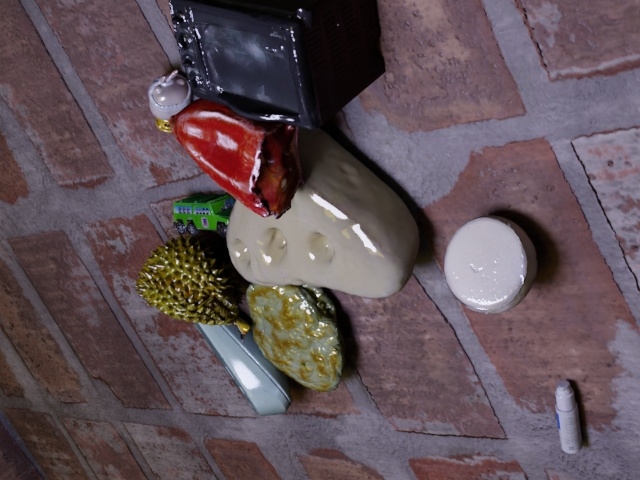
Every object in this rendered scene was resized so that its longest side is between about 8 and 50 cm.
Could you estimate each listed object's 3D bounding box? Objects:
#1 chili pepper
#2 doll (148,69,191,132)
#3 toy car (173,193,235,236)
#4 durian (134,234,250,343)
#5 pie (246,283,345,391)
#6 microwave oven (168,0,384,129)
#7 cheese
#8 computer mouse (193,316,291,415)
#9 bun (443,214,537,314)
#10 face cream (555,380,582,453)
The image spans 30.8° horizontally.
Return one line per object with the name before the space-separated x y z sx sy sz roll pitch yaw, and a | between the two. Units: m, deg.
chili pepper | -0.138 -0.147 1.688 0.253 0.136 0.144 30 172 33
doll | -0.255 -0.247 1.944 0.127 0.073 0.084 101 153 -50
toy car | -0.192 -0.047 2.057 0.165 0.071 0.062 4 111 46
durian | -0.210 0.072 2.088 0.237 0.193 0.137 31 104 15
pie | -0.032 0.164 2.059 0.201 0.090 0.248 18 133 31
microwave oven | -0.064 -0.281 1.596 0.247 0.188 0.178 20 135 35
cheese | 0.000 0.000 1.832 0.328 0.130 0.351 39 141 18
computer mouse | -0.148 0.210 2.216 0.288 0.097 0.159 54 171 15
bun | 0.249 0.033 1.638 0.138 0.094 0.138 1 91 35
face cream | 0.375 0.265 1.758 0.034 0.034 0.130 16 134 38
